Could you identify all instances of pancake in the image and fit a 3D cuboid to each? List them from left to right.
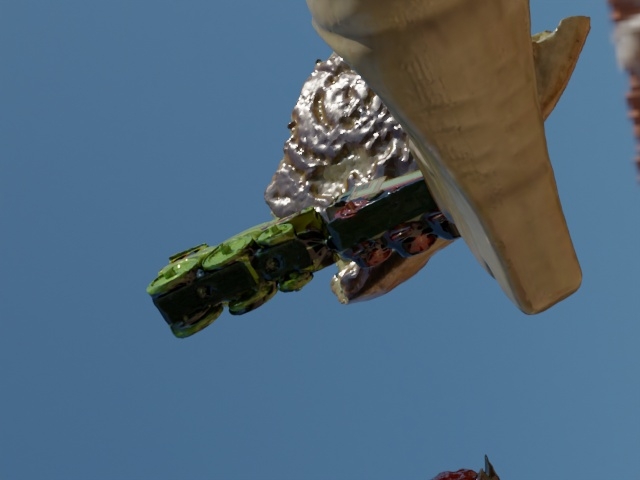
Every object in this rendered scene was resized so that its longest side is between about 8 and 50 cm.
[{"bbox_3d":[0.070,-0.057,1.226,0.056,0.257,0.212,26,-116,-46],"label":"pancake"}]

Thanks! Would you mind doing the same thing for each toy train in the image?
[{"bbox_3d":[0.000,0.000,1.108,0.053,0.250,0.085,63,-156,-14],"label":"toy train"}]

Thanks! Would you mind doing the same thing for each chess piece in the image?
[{"bbox_3d":[0.056,-0.104,0.843,0.137,0.137,0.301,-54,-51,-47],"label":"chess piece"}]

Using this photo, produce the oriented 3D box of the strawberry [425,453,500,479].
[{"bbox_3d":[0.074,0.217,1.076,0.131,0.148,0.131,34,-134,-43],"label":"strawberry"}]
